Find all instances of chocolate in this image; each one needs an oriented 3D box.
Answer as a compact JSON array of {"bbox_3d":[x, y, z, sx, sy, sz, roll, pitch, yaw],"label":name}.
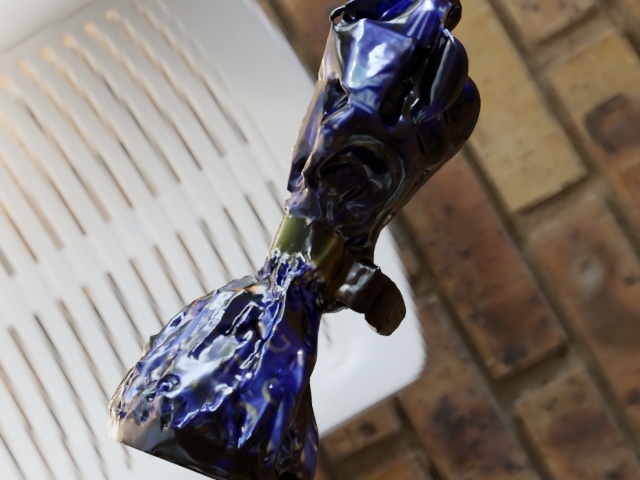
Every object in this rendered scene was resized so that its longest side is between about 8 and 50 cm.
[{"bbox_3d":[0.003,-0.004,0.944,0.148,0.343,0.126,37,-19,-25],"label":"chocolate"}]
